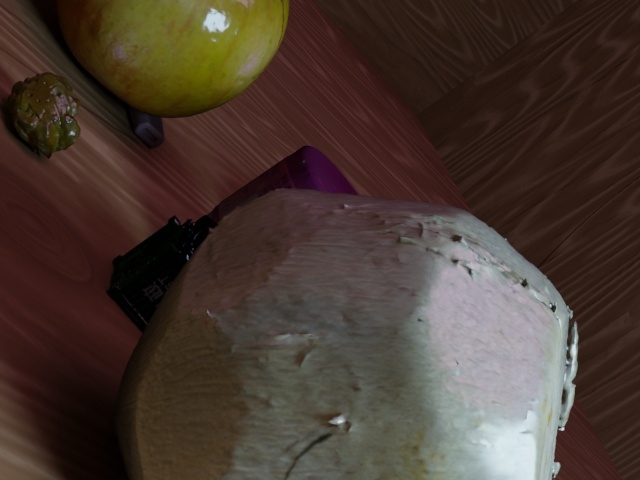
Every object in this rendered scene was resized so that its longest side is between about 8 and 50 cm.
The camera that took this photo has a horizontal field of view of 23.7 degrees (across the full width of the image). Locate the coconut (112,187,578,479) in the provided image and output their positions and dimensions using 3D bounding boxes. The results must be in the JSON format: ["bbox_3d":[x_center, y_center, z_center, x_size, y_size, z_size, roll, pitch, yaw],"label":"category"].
[{"bbox_3d":[0.008,0.132,1.188,0.346,0.360,0.346,7,90,-76],"label":"coconut"}]

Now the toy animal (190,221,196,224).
[{"bbox_3d":[-0.048,0.065,1.767,0.253,0.079,0.070,48,20,-25],"label":"toy animal"}]

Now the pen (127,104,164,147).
[{"bbox_3d":[-0.224,-0.186,1.885,0.053,0.032,0.197,45,18,-37],"label":"pen"}]

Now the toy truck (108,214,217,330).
[{"bbox_3d":[-0.075,0.093,1.477,0.259,0.121,0.088,51,12,-19],"label":"toy truck"}]

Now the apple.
[{"bbox_3d":[-0.172,-0.278,1.788,0.286,0.233,0.286,33,31,-23],"label":"apple"}]

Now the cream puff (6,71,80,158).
[{"bbox_3d":[-0.269,-0.122,1.480,0.083,0.083,0.058,47,-35,15],"label":"cream puff"}]

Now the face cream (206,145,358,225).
[{"bbox_3d":[-0.042,0.020,1.631,0.175,0.195,0.175,53,13,-17],"label":"face cream"}]
